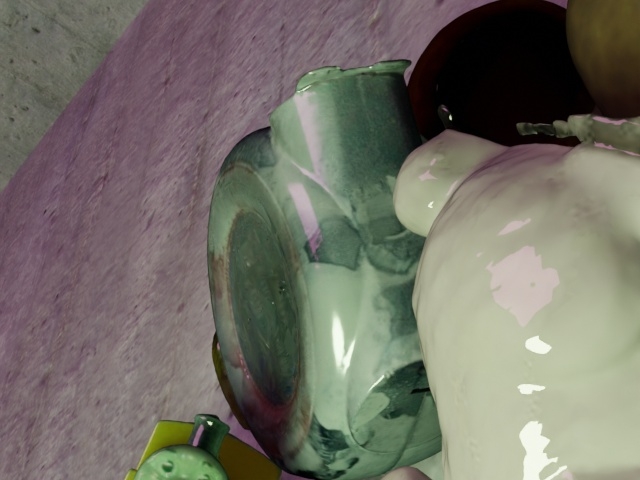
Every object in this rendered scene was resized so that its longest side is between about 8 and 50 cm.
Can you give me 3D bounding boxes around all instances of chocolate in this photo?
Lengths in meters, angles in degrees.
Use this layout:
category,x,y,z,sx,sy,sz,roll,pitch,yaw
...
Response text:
category,x,y,z,sx,sy,sz,roll,pitch,yaw
chocolate,0.140,-0.095,0.873,0.177,0.176,0.177,-45,25,28

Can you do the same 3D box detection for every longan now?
category,x,y,z,sx,sy,sz,roll,pitch,yaw
longan,0.225,-0.123,0.706,0.204,0.159,0.185,121,164,-46

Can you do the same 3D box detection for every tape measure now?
category,x,y,z,sx,sy,sz,roll,pitch,yaw
tape measure,0.021,0.036,0.817,0.275,0.147,0.256,135,124,-64

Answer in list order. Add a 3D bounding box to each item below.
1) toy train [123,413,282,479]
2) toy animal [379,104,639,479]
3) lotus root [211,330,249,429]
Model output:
category,x,y,z,sx,sy,sz,roll,pitch,yaw
toy train,-0.112,0.229,0.811,0.369,0.150,0.237,107,-175,-71
toy animal,0.109,0.121,0.595,0.257,0.194,0.357,18,83,45
lotus root,-0.050,0.082,1.112,0.183,0.078,0.203,-53,21,8
